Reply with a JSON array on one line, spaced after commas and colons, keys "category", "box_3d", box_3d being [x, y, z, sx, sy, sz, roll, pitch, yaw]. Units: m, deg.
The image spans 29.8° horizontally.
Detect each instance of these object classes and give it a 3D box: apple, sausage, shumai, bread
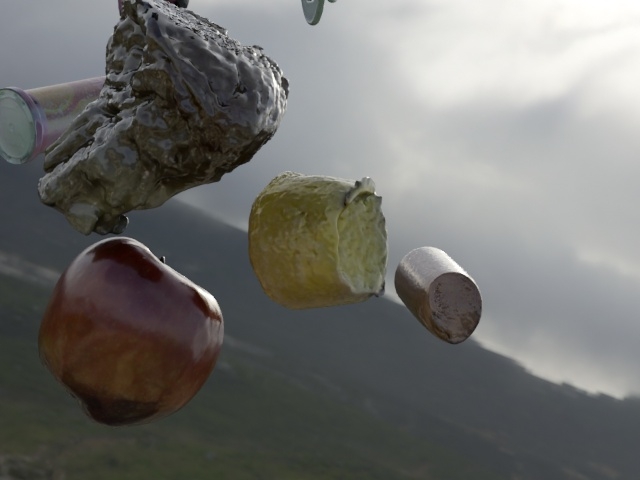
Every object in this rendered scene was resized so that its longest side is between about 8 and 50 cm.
[{"category": "apple", "box_3d": [-0.238, 0.119, 1.481, 0.230, 0.230, 0.230, 21, -5, 2]}, {"category": "sausage", "box_3d": [0.210, 0.093, 2.126, 0.123, 0.123, 0.253, 23, 7, -12]}, {"category": "shumai", "box_3d": [-0.195, -0.136, 1.490, 0.217, 0.283, 0.346, 20, 14, -38]}, {"category": "bread", "box_3d": [-0.004, -0.002, 1.586, 0.170, 0.197, 0.197, -3, -17, 31]}]

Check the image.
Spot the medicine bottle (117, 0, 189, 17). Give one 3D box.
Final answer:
[{"category": "medicine bottle", "box_3d": [-0.294, -0.430, 2.116, 0.094, 0.188, 0.119, 13, -33, -38]}]

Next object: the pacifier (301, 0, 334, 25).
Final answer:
[{"category": "pacifier", "box_3d": [-0.060, -0.571, 2.231, 0.269, 0.343, 0.288, -5, 8, -11]}]

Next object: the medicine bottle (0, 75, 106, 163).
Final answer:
[{"category": "medicine bottle", "box_3d": [-0.299, -0.209, 1.823, 0.108, 0.108, 0.426, 18, 25, 34]}]
